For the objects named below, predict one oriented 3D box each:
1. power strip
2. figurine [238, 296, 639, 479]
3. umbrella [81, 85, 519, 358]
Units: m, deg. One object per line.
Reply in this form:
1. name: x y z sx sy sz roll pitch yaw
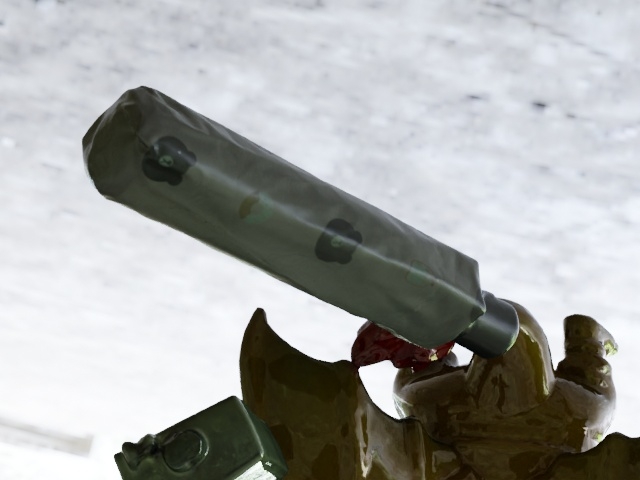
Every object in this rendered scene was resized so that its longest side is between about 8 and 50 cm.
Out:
1. power strip: -0.067 0.141 1.122 0.080 0.048 0.286 -26 171 -1
2. figurine: 0.109 0.227 1.338 0.400 0.387 0.268 11 160 -13
3. umbrella: 0.000 0.000 1.118 0.337 0.067 0.073 26 136 -33
